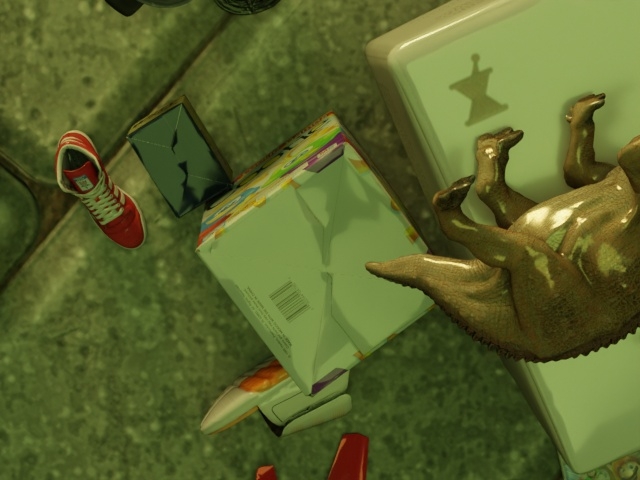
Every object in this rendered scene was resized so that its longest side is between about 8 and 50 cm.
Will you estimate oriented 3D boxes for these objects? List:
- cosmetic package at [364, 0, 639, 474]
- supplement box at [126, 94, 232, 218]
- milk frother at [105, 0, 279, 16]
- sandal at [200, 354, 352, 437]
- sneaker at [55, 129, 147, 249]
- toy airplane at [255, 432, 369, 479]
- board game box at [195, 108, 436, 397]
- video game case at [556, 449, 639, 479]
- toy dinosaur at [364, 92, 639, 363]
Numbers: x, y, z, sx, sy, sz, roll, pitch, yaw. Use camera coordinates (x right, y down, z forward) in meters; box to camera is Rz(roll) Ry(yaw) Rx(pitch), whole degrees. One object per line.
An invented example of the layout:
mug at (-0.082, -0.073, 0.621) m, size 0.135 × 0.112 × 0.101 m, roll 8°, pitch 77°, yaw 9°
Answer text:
cosmetic package at (0.248, -0.069, 1.369) m, size 0.329 × 0.394 × 0.327 m, roll -24°, pitch 97°, yaw 2°
supplement box at (-0.119, -0.073, 1.513) m, size 0.056 × 0.083 × 0.083 m, roll -31°, pitch 100°, yaw 3°
milk frother at (-0.095, -0.232, 1.461) m, size 0.143 × 0.135 × 0.129 m, roll 22°, pitch 129°, yaw -3°
sandal at (0.017, 0.113, 1.543) m, size 0.265 × 0.102 × 0.076 m, roll -33°, pitch 97°, yaw 1°
sneaker at (-0.191, -0.039, 1.524) m, size 0.042 × 0.067 × 0.118 m, roll -33°, pitch 100°, yaw 4°
toy airplane at (-0.005, 0.241, 1.601) m, size 0.151 × 0.028 × 0.151 m, roll 0°, pitch 98°, yaw -3°
board game box at (0.000, 0.000, 1.434) m, size 0.142 × 0.275 × 0.144 m, roll -36°, pitch 99°, yaw 3°
video game case at (0.267, 0.157, 1.606) m, size 0.119 × 0.015 × 0.166 m, roll -14°, pitch 100°, yaw 0°
toy dinosaur at (0.182, 0.021, 1.124) m, size 0.295 × 0.127 × 0.200 m, roll -21°, pitch 104°, yaw 8°
